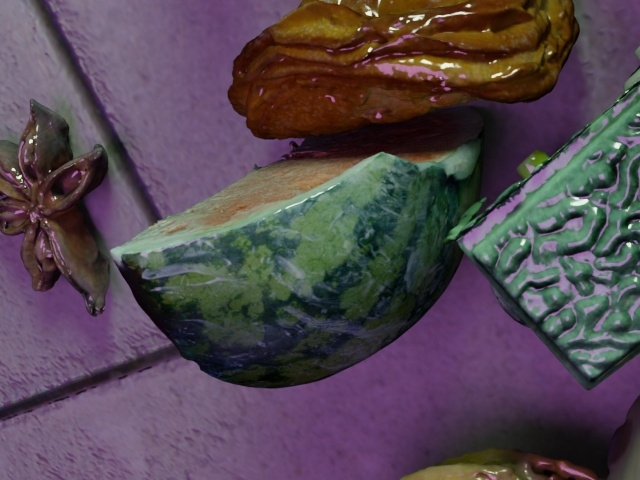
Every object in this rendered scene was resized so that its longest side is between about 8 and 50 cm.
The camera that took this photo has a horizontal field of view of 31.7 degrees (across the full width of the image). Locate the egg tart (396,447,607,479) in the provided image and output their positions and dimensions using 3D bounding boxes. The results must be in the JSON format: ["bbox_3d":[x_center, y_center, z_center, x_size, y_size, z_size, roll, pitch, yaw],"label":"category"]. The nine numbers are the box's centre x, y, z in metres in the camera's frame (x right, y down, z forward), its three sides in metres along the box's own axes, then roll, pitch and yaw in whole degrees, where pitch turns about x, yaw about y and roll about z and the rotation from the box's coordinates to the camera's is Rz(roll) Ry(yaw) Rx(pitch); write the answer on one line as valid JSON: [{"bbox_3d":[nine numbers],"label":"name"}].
[{"bbox_3d":[0.181,0.313,0.934,0.352,0.150,0.352,9,115,20],"label":"egg tart"}]

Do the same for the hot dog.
[{"bbox_3d":[0.042,-0.148,0.801,0.259,0.175,0.114,-4,126,32],"label":"hot dog"}]

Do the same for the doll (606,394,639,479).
[{"bbox_3d":[0.334,0.213,0.725,0.370,0.215,0.226,23,148,-12],"label":"doll"}]

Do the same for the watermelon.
[{"bbox_3d":[0.000,0.000,0.805,0.180,0.305,0.224,36,124,16],"label":"watermelon"}]

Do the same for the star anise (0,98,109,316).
[{"bbox_3d":[-0.267,-0.042,1.098,0.171,0.063,0.208,22,124,26],"label":"star anise"}]

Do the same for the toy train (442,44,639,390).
[{"bbox_3d":[0.217,-0.032,0.719,0.271,0.188,0.159,-42,86,20],"label":"toy train"}]
